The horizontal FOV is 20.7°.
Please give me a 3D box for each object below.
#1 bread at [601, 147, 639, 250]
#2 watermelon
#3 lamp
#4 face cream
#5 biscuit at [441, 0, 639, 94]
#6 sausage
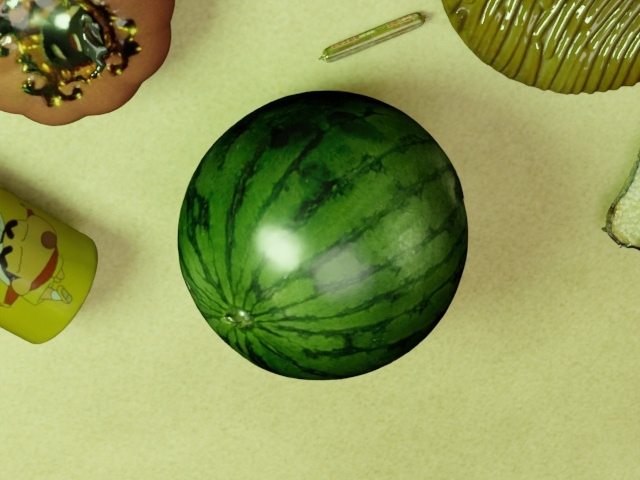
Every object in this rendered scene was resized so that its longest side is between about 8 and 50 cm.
[{"bbox_3d":[0.333,-0.044,1.632,0.126,0.044,0.129,13,120,-15],"label":"bread"},{"bbox_3d":[0.003,-0.003,1.442,0.242,0.242,0.242,-8,123,-12],"label":"watermelon"},{"bbox_3d":[-0.199,-0.171,1.336,0.182,0.140,0.182,-5,120,-9],"label":"lamp"},{"bbox_3d":[-0.345,-0.036,1.398,0.349,0.105,0.105,32,108,-30],"label":"face cream"},{"bbox_3d":[0.244,-0.264,1.469,0.318,0.040,0.318,-7,122,-12],"label":"biscuit"},{"bbox_3d":[0.045,-0.172,1.481,0.100,0.015,0.015,-22,125,-2],"label":"sausage"}]
